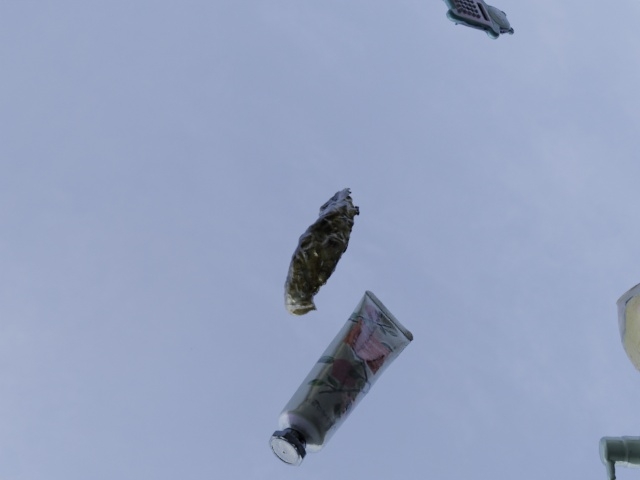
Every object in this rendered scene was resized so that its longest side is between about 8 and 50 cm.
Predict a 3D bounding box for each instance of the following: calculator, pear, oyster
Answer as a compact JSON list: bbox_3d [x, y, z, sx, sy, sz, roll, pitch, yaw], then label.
[{"bbox_3d":[0.238,-0.344,0.916,0.141,0.019,0.094,3,-123,-31],"label":"calculator"},{"bbox_3d":[0.732,0.180,1.207,0.271,0.271,0.271,2,-100,-12],"label":"pear"},{"bbox_3d":[-0.006,0.001,1.228,0.094,0.166,0.294,26,-133,-15],"label":"oyster"}]

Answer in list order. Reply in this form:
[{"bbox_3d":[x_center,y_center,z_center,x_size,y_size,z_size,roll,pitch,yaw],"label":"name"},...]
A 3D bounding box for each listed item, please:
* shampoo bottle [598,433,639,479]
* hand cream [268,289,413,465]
[{"bbox_3d":[0.444,0.234,0.656,0.262,0.085,0.085,-1,-101,12],"label":"shampoo bottle"},{"bbox_3d":[0.027,0.137,0.626,0.080,0.050,0.234,48,-138,0],"label":"hand cream"}]
